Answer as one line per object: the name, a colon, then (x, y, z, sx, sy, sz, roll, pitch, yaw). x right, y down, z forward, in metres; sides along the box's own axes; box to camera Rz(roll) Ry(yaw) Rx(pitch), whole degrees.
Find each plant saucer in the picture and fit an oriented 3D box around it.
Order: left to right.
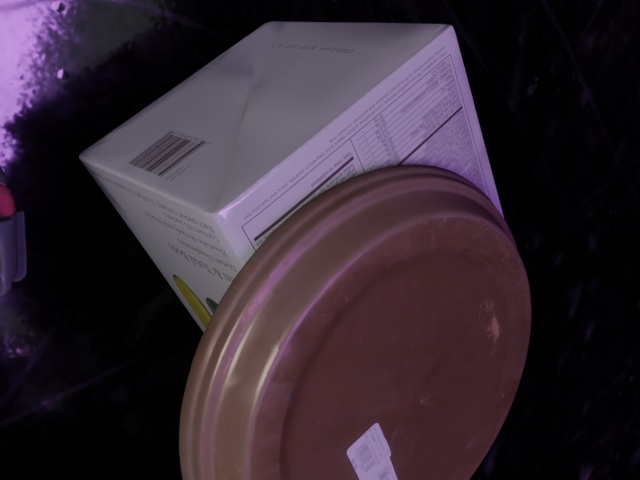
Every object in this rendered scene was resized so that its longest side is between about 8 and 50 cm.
plant saucer: (0.045, 0.091, 0.409, 0.278, 0.041, 0.277, -16, 117, -34)

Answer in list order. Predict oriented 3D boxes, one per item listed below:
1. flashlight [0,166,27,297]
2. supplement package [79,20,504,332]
flashlight: (-0.220, -0.118, 0.347, 0.103, 0.103, 0.304, -6, 104, -35)
supplement package: (0.000, 0.000, 0.499, 0.198, 0.199, 0.262, -42, 128, -22)
